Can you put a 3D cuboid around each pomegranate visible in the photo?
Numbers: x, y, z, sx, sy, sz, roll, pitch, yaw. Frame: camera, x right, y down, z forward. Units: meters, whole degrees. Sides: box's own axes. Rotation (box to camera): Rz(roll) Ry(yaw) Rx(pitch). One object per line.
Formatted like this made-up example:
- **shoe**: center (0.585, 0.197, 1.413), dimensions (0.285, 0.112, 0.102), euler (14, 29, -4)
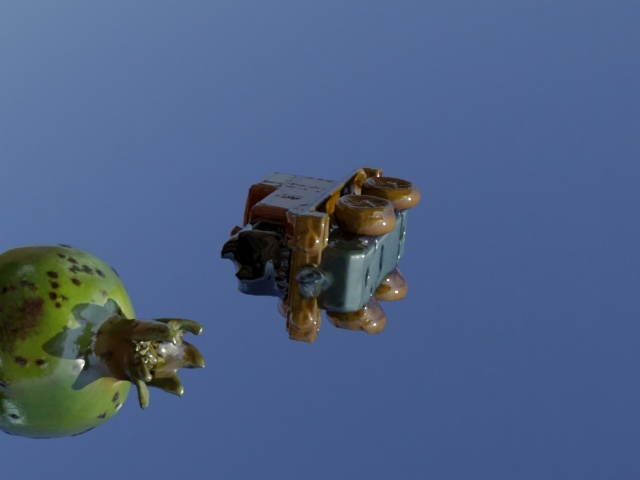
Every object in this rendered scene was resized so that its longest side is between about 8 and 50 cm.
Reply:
- **pomegranate**: center (-0.281, 0.136, 1.435), dimensions (0.285, 0.231, 0.231), euler (30, -119, 22)

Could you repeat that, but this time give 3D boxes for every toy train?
- **toy train**: center (0.000, 0.000, 1.640), dimensions (0.231, 0.163, 0.369), euler (8, -164, 14)
